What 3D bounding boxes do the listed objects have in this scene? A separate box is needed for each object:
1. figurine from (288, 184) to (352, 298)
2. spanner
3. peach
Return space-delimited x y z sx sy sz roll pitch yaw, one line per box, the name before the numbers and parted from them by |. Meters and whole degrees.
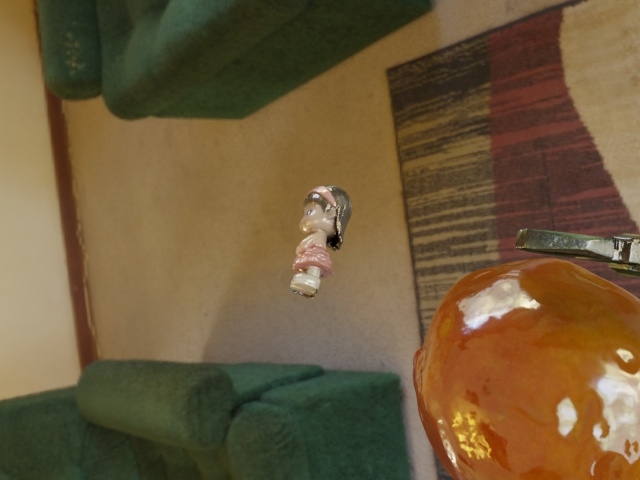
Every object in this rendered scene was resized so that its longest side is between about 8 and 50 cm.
figurine | 0.000 0.000 0.789 0.072 0.054 0.129 116 166 -68
spanner | 0.325 0.018 0.659 0.095 0.324 0.040 -175 92 -75
peach | 0.265 0.180 0.903 0.301 0.343 0.343 13 109 7
